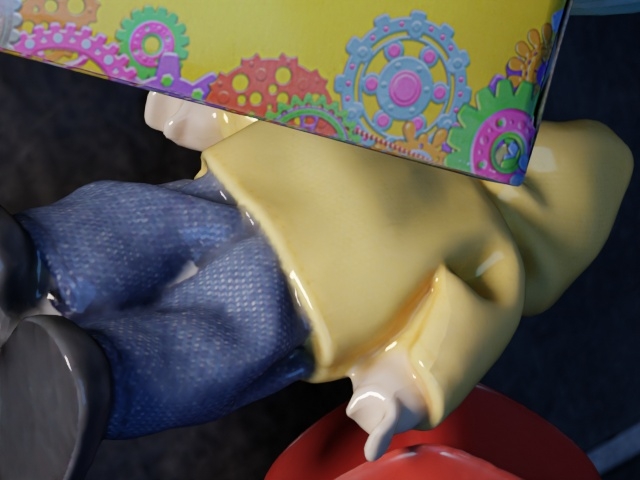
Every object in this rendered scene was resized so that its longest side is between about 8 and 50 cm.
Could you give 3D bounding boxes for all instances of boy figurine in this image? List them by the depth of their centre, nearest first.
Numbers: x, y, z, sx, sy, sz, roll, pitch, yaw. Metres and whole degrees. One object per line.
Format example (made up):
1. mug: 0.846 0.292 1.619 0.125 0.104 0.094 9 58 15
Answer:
1. boy figurine: 0.000 0.000 0.563 0.285 0.177 0.092 -17 145 -38

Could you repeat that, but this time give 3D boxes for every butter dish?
1. butter dish: 0.046 0.108 0.623 0.160 0.118 0.160 32 131 -28

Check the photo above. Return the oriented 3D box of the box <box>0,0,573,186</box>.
1. box: -0.042 -0.192 0.421 0.177 0.279 0.290 13 95 -26

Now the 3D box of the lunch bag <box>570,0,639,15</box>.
1. lunch bag: 0.163 -0.188 0.526 0.279 0.224 0.108 -18 122 -2
